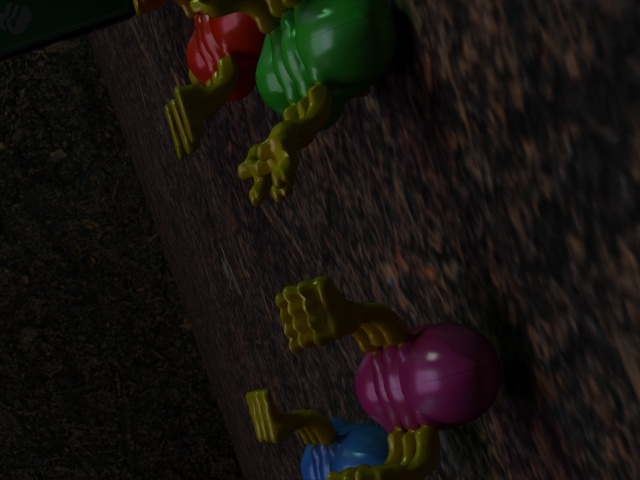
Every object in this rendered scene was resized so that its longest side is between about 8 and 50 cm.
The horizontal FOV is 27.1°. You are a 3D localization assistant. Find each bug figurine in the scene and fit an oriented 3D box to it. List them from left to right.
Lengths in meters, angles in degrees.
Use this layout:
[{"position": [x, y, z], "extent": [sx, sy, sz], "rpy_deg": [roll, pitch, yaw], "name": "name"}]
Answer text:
[{"position": [0.000, 0.000, 0.515], "extent": [0.216, 0.072, 0.279], "rpy_deg": [162, 93, -75], "name": "bug figurine"}]

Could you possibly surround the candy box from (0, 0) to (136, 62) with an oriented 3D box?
[{"position": [-0.258, -0.304, 0.940], "extent": [0.268, 0.122, 0.317], "rpy_deg": [32, 142, 62], "name": "candy box"}]
